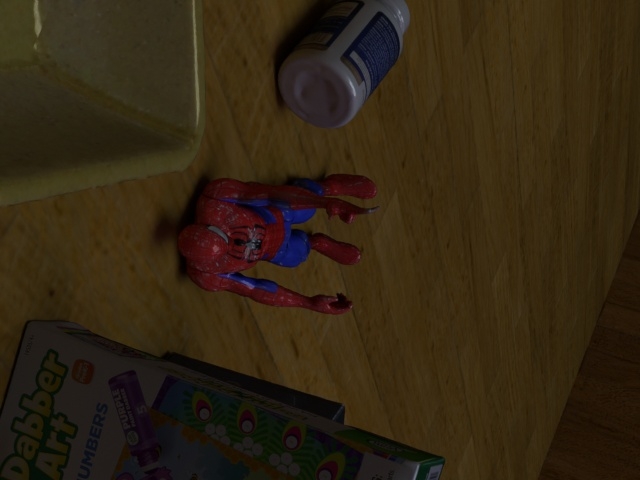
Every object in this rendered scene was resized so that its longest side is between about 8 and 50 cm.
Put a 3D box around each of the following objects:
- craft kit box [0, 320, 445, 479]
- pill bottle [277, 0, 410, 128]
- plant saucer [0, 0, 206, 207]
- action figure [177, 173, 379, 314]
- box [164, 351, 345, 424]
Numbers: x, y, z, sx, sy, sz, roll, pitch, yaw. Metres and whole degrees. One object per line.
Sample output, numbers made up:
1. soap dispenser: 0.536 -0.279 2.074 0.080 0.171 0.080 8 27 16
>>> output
1. craft kit box: -0.084 0.197 0.690 0.061 0.246 0.250 14 92 -66
2. pill bottle: 0.022 -0.144 0.950 0.120 0.067 0.067 -54 152 -40
3. plant saucer: -0.154 -0.173 0.398 0.332 0.081 0.333 -21 111 -64
4. action figure: 0.000 0.000 0.918 0.280 0.139 0.092 -10 113 -64
5. box: -0.083 0.242 0.865 0.165 0.143 0.270 -47 146 -53
